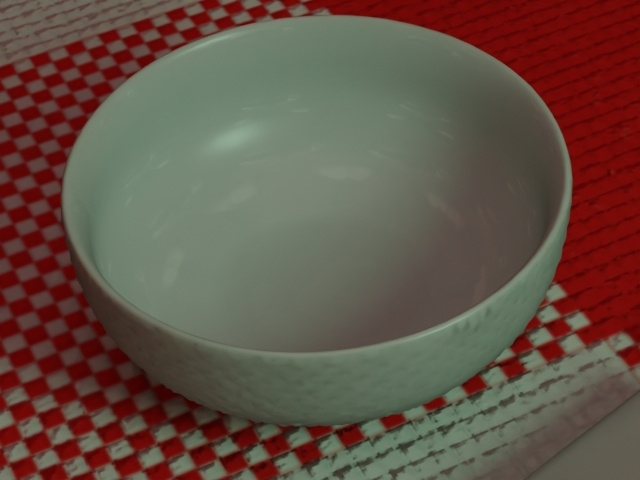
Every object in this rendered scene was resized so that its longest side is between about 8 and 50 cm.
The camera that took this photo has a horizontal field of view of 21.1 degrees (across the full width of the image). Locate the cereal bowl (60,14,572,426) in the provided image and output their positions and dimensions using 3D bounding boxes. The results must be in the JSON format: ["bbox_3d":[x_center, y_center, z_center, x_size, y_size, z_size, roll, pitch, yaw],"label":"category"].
[{"bbox_3d":[0.000,0.000,1.179,0.339,0.141,0.339,-2,44,2],"label":"cereal bowl"}]

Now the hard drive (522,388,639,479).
[{"bbox_3d":[0.165,0.180,0.945,0.353,0.047,0.233,-34,17,-23],"label":"hard drive"}]
